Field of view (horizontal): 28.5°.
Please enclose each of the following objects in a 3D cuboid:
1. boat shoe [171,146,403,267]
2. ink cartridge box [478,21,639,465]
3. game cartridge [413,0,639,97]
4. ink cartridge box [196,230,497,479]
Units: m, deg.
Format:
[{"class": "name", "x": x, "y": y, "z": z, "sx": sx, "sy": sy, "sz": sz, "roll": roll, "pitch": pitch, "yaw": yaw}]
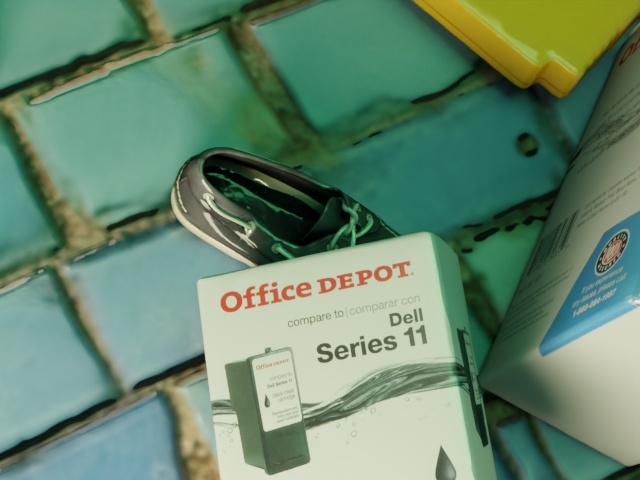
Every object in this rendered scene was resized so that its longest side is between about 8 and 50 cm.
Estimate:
[{"class": "boat shoe", "x": 0.000, "y": 0.000, "z": 0.823, "sx": 0.206, "sy": 0.065, "sz": 0.075, "roll": 26, "pitch": 67, "yaw": -5}, {"class": "ink cartridge box", "x": 0.248, "y": -0.031, "z": 0.814, "sx": 0.129, "sy": 0.223, "sz": 0.307, "roll": 29, "pitch": 67, "yaw": -5}, {"class": "game cartridge", "x": 0.164, "y": -0.294, "z": 0.970, "sx": 0.285, "sy": 0.053, "sz": 0.324, "roll": 41, "pitch": 69, "yaw": 7}, {"class": "ink cartridge box", "x": 0.019, "y": 0.112, "z": 0.744, "sx": 0.153, "sy": 0.087, "sz": 0.209, "roll": -13, "pitch": 75, "yaw": 12}]
